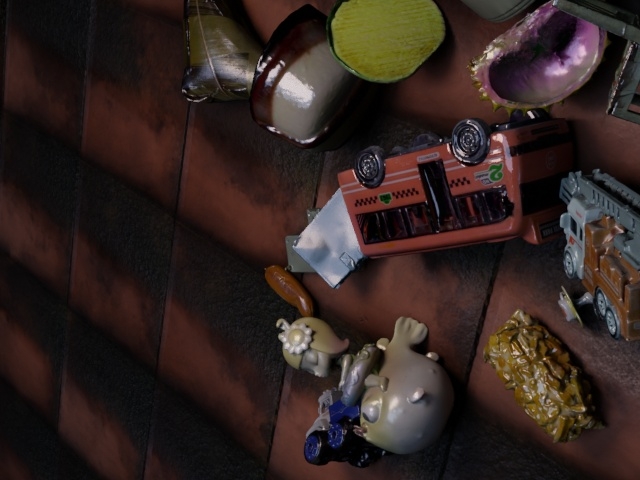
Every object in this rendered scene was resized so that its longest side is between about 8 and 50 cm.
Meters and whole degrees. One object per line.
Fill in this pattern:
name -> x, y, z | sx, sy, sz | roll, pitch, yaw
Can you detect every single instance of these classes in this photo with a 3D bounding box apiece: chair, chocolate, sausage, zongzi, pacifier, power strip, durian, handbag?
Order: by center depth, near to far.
chair -> 0.461, -0.267, 1.437 | 0.271, 0.136, 0.147 | 20, 116, 8
durian -> 0.376, -0.312, 1.572 | 0.261, 0.154, 0.186 | -25, 83, 23
pacifier -> 0.454, 0.110, 1.672 | 0.064, 0.068, 0.083 | -27, 97, 12
chocolate -> 0.009, -0.307, 1.920 | 0.186, 0.284, 0.283 | 29, 119, 22
handbag -> 0.060, -0.019, 2.001 | 0.144, 0.057, 0.221 | 47, 105, 19
power strip -> 0.000, 0.000, 2.112 | 0.216, 0.061, 0.145 | -2, 96, 46
zongzi -> -0.170, -0.460, 2.165 | 0.318, 0.154, 0.289 | 2, 96, 26
sausage -> -0.068, 0.115, 2.213 | 0.183, 0.054, 0.062 | 41, 157, 31

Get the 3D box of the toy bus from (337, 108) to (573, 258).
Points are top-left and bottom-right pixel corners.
toy bus -> 0.246, -0.094, 1.735 | 0.427, 0.203, 0.232 | -10, 95, 48

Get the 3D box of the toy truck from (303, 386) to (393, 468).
toy truck -> 0.063, 0.394, 2.079 | 0.213, 0.161, 0.176 | -39, 50, 44

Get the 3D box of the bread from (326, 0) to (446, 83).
bread -> 0.123, -0.397, 1.816 | 0.228, 0.229, 0.033 | 60, 171, 19

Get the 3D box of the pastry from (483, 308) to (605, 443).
pastry -> 0.405, 0.246, 1.705 | 0.250, 0.102, 0.154 | 50, 129, 30

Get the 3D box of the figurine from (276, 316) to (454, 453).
figurine -> 0.093, 0.253, 1.935 | 0.394, 0.274, 0.226 | 26, 154, 13

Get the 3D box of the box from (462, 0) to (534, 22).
box -> 0.295, -0.490, 1.557 | 0.226, 0.149, 0.226 | -47, 22, 26

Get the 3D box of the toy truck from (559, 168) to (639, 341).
toy truck -> 0.468, 0.004, 1.466 | 0.338, 0.133, 0.184 | -102, 4, -65
